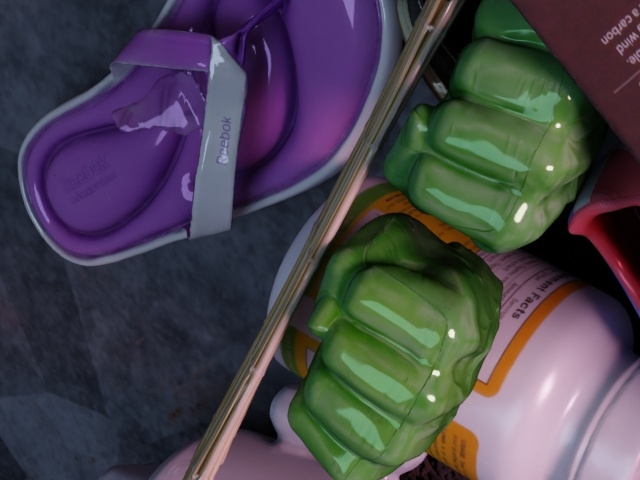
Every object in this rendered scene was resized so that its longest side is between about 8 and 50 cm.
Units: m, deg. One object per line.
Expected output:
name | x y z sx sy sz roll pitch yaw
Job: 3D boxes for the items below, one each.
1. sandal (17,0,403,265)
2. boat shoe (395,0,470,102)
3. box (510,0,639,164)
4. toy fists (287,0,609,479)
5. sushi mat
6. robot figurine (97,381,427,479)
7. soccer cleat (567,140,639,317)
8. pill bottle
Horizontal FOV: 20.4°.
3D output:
sandal | -0.092 -0.073 1.182 0.169 0.102 0.416 55 137 2
boat shoe | 0.099 -0.088 1.044 0.049 0.056 0.152 -33 87 27
box | 0.283 -0.034 0.809 0.381 0.191 0.143 52 137 6
toy fists | 0.068 -0.003 0.911 0.096 0.142 0.279 29 107 4
sushi mat | 0.000 0.000 0.974 0.019 0.151 0.316 27 99 0
robot figurine | -0.006 0.252 1.226 0.353 0.200 0.300 14 97 36
soccer cleat | 0.251 0.078 0.955 0.318 0.116 0.108 54 137 3
pill bottle | 0.101 0.071 1.070 0.246 0.136 0.136 29 131 26
